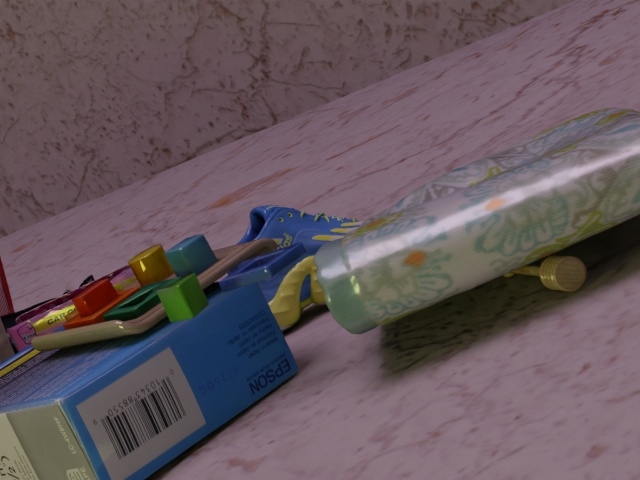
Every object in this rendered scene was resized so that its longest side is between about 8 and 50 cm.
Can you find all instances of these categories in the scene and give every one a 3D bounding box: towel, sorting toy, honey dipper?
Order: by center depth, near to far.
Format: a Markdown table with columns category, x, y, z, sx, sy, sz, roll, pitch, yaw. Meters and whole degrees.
| category | x | y | z | sx | sy | sz | roll | pitch | yaw |
| --- | --- | --- | --- | --- | --- | --- | --- | --- | --- |
| honey dipper | 0.191 | 0.026 | 1.528 | 0.030 | 0.030 | 0.160 | -28 | 8 | -10 |
| towel | 0.162 | -0.030 | 1.600 | 0.320 | 0.090 | 0.374 | -26 | 4 | 8 |
| sorting toy | -0.164 | 0.041 | 1.648 | 0.196 | 0.047 | 0.347 | -31 | 11 | -37 |

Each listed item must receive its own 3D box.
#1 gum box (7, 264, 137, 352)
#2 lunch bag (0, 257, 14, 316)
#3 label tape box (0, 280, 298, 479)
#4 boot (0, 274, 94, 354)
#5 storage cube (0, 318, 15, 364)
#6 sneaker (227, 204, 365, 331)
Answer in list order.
| category | x | y | z | sx | sy | sz | roll | pitch | yaw |
| --- | --- | --- | --- | --- | --- | --- | --- | --- | --- |
| gum box | -0.254 | 0.106 | 1.988 | 0.188 | 0.107 | 0.062 | -25 | 10 | 9 |
| lunch bag | -0.576 | 0.077 | 2.383 | 0.293 | 0.258 | 0.120 | -15 | 4 | -33 |
| label tape box | -0.226 | 0.155 | 1.676 | 0.249 | 0.115 | 0.347 | -33 | 10 | -38 |
| boot | -0.360 | 0.123 | 2.196 | 0.246 | 0.094 | 0.207 | -26 | 5 | -37 |
| storage cube | -0.482 | 0.156 | 2.017 | 0.193 | 0.184 | 0.215 | -9 | 17 | 30 |
| sneaker | 0.000 | 0.000 | 1.839 | 0.240 | 0.126 | 0.091 | -31 | 12 | -24 |
